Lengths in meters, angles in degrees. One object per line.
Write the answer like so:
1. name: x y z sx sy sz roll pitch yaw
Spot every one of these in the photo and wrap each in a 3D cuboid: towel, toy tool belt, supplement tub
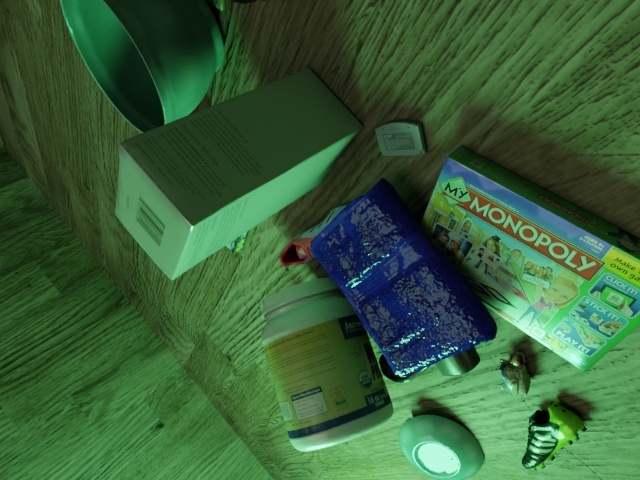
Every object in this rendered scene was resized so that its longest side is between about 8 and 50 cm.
1. towel: 0.120 0.077 0.762 0.308 0.076 0.227 53 137 9
2. toy tool belt: 0.333 0.234 0.786 0.051 0.052 0.083 -4 116 41
3. supplement tub: 0.003 0.258 0.967 0.228 0.229 0.315 -42 62 55

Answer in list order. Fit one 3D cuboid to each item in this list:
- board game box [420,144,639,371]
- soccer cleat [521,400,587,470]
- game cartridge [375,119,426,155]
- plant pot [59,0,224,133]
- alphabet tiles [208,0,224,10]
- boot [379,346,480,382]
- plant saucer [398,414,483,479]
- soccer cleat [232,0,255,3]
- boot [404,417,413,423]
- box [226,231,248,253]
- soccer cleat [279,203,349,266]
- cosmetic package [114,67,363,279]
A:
1. board game box: 0.297 0.027 0.653 0.317 0.046 0.213 36 142 23
2. soccer cleat: 0.405 0.354 0.810 0.072 0.060 0.178 43 139 31
3. game cartridge: 0.127 -0.163 0.709 0.083 0.017 0.055 10 130 44
4. plant pot: -0.315 -0.374 0.860 0.293 0.196 0.293 35 149 25
5. alphabet tiles: -0.263 -0.586 0.792 0.285 0.011 0.342 40 143 18
6. boot: 0.144 0.142 0.891 0.280 0.096 0.264 58 153 1
7. plant saucer: 0.271 0.493 1.032 0.195 0.037 0.194 10 115 21
8. soccer cleat: -0.094 -0.487 0.587 0.143 0.116 0.331 67 149 19
9. boot: 0.276 0.503 1.082 0.157 0.059 0.085 55 140 -1
10. box: -0.239 -0.061 1.199 0.114 0.036 0.207 45 144 10
11. soccer cleat: 0.000 0.000 0.926 0.083 0.095 0.248 56 145 -5
12. cosmetic package: -0.124 -0.117 0.730 0.155 0.366 0.197 48 142 4
